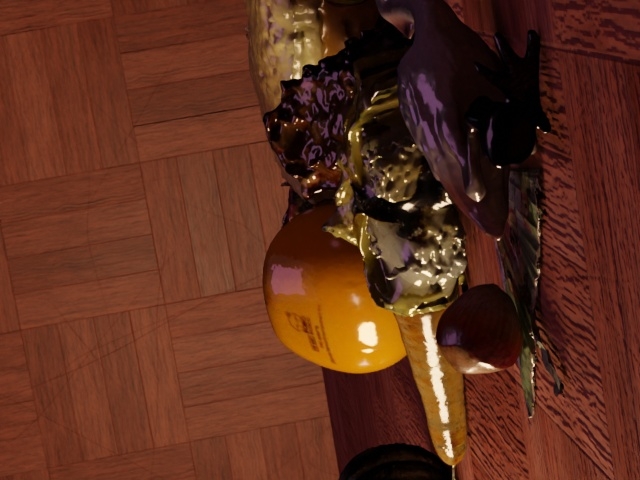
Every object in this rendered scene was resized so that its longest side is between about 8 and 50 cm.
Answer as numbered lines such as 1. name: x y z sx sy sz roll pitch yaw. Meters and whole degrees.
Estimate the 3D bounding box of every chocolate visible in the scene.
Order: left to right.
1. chocolate: 0.029 -0.129 1.849 0.206 0.177 0.224 121 137 -83

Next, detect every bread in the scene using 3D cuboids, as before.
1. bread: -0.007 -0.258 2.062 0.236 0.165 0.375 -112 13 -48

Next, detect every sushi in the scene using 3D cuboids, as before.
1. sushi: 0.078 -0.049 1.708 0.131 0.139 0.291 -119 20 -52

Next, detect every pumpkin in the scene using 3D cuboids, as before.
1. pumpkin: 0.097 0.360 2.147 0.220 0.162 0.220 171 90 -80

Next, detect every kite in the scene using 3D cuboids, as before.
1. kite: 0.172 0.031 1.482 0.323 0.013 0.267 85 174 -47

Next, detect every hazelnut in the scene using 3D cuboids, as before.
1. hazelnut: 0.140 0.077 1.480 0.086 0.086 0.086 170 90 -85

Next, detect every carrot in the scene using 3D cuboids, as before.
1. carrot: 0.130 0.152 1.907 0.078 0.078 0.298 -109 7 -60

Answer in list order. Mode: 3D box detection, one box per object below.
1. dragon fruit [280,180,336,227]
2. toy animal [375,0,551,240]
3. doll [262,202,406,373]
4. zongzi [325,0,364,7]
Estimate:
1. dragon fruit: 0.000 0.000 2.610 0.282 0.147 0.211 135 124 -82
2. toy animal: 0.110 -0.134 1.409 0.324 0.090 0.195 -121 26 -50
3. doll: 0.050 0.038 2.049 0.236 0.213 0.213 -50 -30 -35
4. zongzi: -0.067 -0.373 1.781 0.134 0.288 0.285 -92 -8 -85
